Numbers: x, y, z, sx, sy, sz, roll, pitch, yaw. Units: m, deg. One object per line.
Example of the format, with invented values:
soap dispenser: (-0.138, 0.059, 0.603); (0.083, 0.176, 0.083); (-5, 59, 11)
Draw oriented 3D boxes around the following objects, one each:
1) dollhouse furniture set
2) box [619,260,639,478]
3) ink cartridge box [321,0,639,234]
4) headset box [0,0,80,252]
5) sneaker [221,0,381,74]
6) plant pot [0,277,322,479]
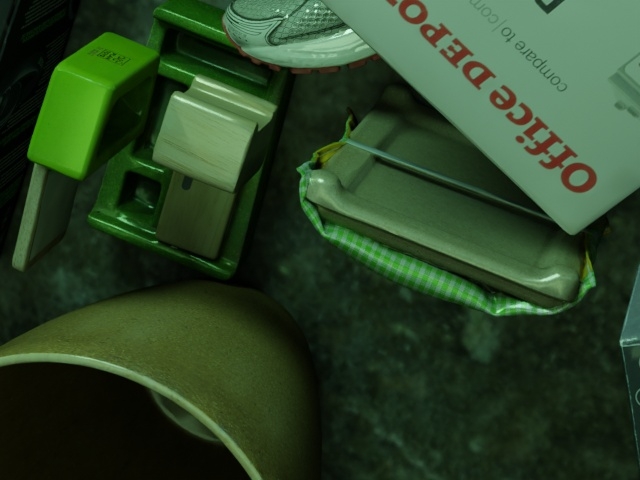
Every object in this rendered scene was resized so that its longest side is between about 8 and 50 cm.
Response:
dollhouse furniture set: (0.000, 0.000, 1.062); (0.301, 0.197, 0.151); (22, 114, 8)
box: (0.254, 0.056, 0.982); (0.163, 0.247, 0.142); (-6, 110, 18)
ink cartridge box: (0.160, -0.166, 0.918); (0.283, 0.117, 0.207); (-39, 116, 22)
headset box: (-0.292, -0.113, 1.139); (0.246, 0.131, 0.283); (24, 116, 6)
sneaker: (0.043, -0.169, 1.038); (0.225, 0.088, 0.092); (-25, 121, 15)
plant pot: (-0.096, 0.122, 1.107); (0.237, 0.254, 0.237); (6, 113, 13)
